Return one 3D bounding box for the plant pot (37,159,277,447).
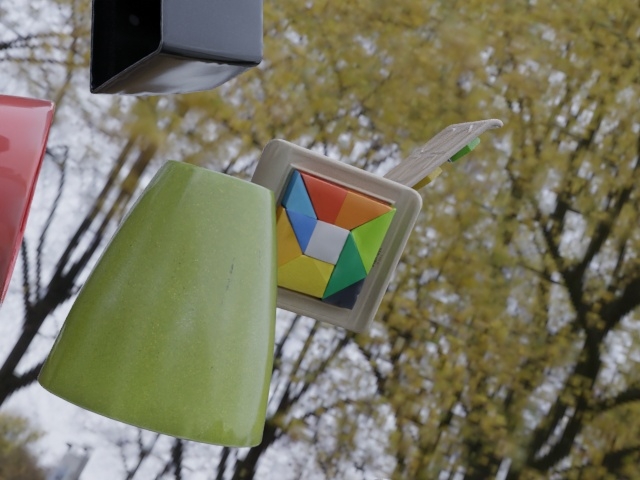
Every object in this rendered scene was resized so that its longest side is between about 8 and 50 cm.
[{"bbox_3d":[-0.159,0.063,1.391,0.275,0.293,0.275,17,-1,0],"label":"plant pot"}]

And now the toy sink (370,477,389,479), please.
[{"bbox_3d":[0.067,0.397,1.251,0.153,0.234,0.131,28,-35,-31],"label":"toy sink"}]

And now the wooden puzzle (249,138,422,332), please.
[{"bbox_3d":[0.000,0.000,1.595,0.239,0.221,0.044,20,9,-20],"label":"wooden puzzle"}]

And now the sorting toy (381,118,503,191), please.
[{"bbox_3d":[0.174,-0.126,1.839,0.038,0.208,0.193,59,-9,-9],"label":"sorting toy"}]

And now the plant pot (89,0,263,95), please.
[{"bbox_3d":[-0.174,-0.281,1.473,0.167,0.188,0.187,10,-17,-35],"label":"plant pot"}]

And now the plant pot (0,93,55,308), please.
[{"bbox_3d":[-0.475,-0.072,1.425,0.243,0.275,0.275,15,-24,-12],"label":"plant pot"}]
